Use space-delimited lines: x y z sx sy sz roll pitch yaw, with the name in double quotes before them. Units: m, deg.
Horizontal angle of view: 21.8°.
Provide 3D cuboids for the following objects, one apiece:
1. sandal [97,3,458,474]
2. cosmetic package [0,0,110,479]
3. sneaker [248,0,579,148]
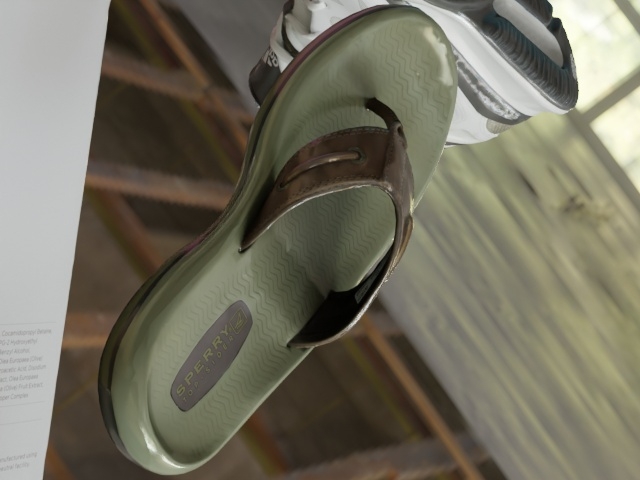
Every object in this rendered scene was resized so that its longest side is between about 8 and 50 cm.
"sandal" 0.000 0.002 0.882 0.086 0.303 0.120 3 141 45
"cosmetic package" -0.259 -0.021 0.981 0.197 0.365 0.155 11 -177 27
"sneaker" -0.001 -0.197 1.401 0.447 0.257 0.169 39 -142 -37
